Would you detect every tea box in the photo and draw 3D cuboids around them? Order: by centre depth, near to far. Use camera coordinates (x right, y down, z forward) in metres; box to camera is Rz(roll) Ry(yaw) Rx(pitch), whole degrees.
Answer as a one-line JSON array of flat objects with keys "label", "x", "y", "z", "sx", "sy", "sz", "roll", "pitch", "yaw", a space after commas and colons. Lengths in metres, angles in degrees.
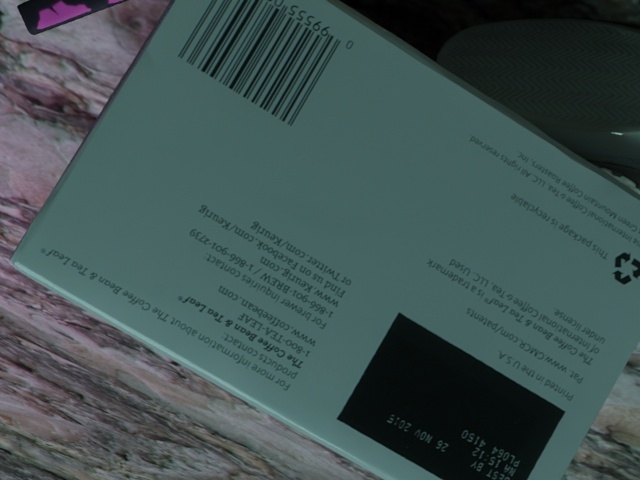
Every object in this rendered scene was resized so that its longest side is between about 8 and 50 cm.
[{"label": "tea box", "x": 0.000, "y": 0.000, "z": 0.792, "sx": 0.329, "sy": 0.220, "sz": 0.323, "roll": 32, "pitch": 175, "yaw": -11}]

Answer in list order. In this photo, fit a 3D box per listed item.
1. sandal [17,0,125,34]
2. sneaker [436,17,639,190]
[{"label": "sandal", "x": -0.135, "y": -0.197, "z": 0.831, "sx": 0.254, "sy": 0.097, "sz": 0.054, "roll": -8, "pitch": 110, "yaw": 42}, {"label": "sneaker", "x": 0.218, "y": -0.045, "z": 0.783, "sx": 0.293, "sy": 0.108, "sz": 0.169, "roll": 13, "pitch": 144, "yaw": 17}]
